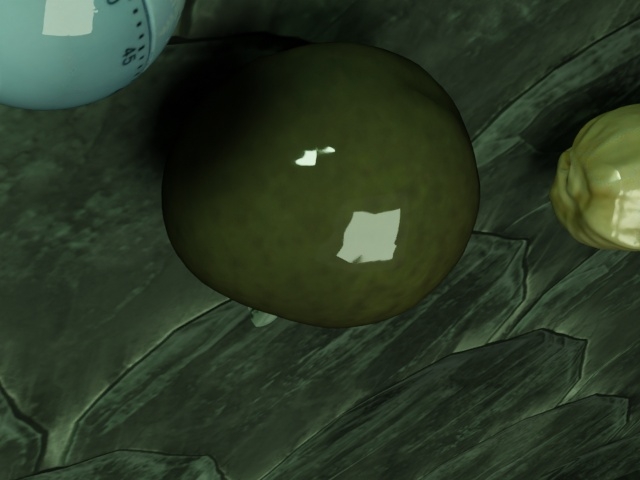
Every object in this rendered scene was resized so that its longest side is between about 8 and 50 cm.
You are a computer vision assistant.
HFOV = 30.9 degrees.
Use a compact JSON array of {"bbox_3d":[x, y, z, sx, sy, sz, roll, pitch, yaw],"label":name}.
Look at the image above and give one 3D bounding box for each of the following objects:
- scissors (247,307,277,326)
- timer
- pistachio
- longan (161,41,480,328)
[{"bbox_3d":[0.000,0.000,1.158,0.118,0.030,0.242,4,134,-46],"label":"scissors"},{"bbox_3d":[-0.137,-0.189,0.638,0.175,0.255,0.175,11,148,7],"label":"timer"},{"bbox_3d":[0.346,-0.069,1.244,0.229,0.157,0.157,-22,154,-40],"label":"pistachio"},{"bbox_3d":[-0.001,-0.036,0.905,0.248,0.248,0.248,-23,151,-13],"label":"longan"}]
